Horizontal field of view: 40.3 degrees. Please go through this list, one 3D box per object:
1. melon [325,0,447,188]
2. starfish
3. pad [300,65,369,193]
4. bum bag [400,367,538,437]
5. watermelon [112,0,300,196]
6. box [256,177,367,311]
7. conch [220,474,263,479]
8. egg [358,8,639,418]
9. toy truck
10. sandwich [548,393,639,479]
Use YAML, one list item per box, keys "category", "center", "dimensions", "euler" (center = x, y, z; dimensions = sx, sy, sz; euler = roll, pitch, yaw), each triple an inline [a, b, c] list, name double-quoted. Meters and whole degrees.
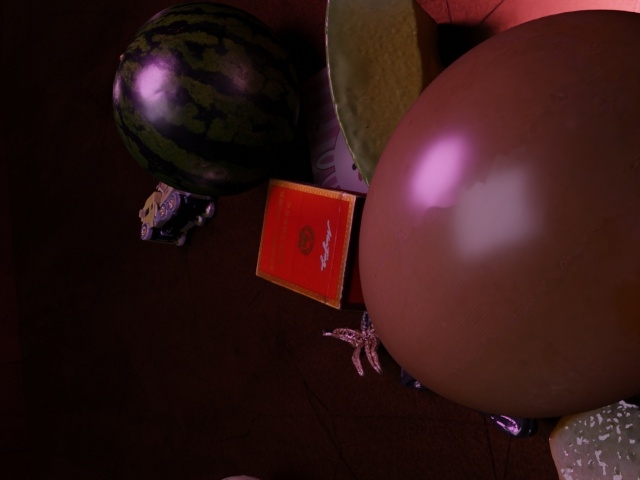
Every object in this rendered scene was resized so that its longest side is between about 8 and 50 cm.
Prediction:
- category: "melon"
  center: [0.096, -0.121, 1.003]
  dimensions: [0.124, 0.196, 0.324]
  euler: [-15, 82, 29]
- category: "starfish"
  center: [0.055, 0.125, 1.178]
  dimensions: [0.130, 0.041, 0.133]
  euler: [-11, 56, 52]
- category: "pad"
  center: [0.040, -0.111, 1.216]
  dimensions: [0.202, 0.005, 0.300]
  euler: [-19, 76, 56]
- category: "bum bag"
  center: [0.161, 0.137, 0.992]
  dimensions: [0.248, 0.060, 0.123]
  euler: [7, 98, 58]
- category: "watermelon"
  center: [-0.168, -0.208, 1.297]
  dimensions: [0.285, 0.285, 0.285]
  euler: [5, 96, 57]
- category: "box"
  center: [0.001, 0.000, 1.207]
  dimensions: [0.239, 0.074, 0.153]
  euler: [17, 96, 58]
- category: "conch"
  center: [-0.093, 0.430, 1.336]
  dimensions: [0.250, 0.137, 0.144]
  euler: [-29, 67, 54]
- category: "egg"
  center: [0.186, -0.011, 0.714]
  dimensions: [0.374, 0.301, 0.301]
  euler: [-49, 51, 35]
- category: "toy truck"
  center: [-0.271, -0.074, 1.639]
  dimensions: [0.191, 0.085, 0.116]
  euler: [-37, 52, 49]
- category: "sandwich"
  center: [0.332, 0.197, 0.689]
  dimensions: [0.288, 0.099, 0.254]
  euler: [-54, 49, 45]
